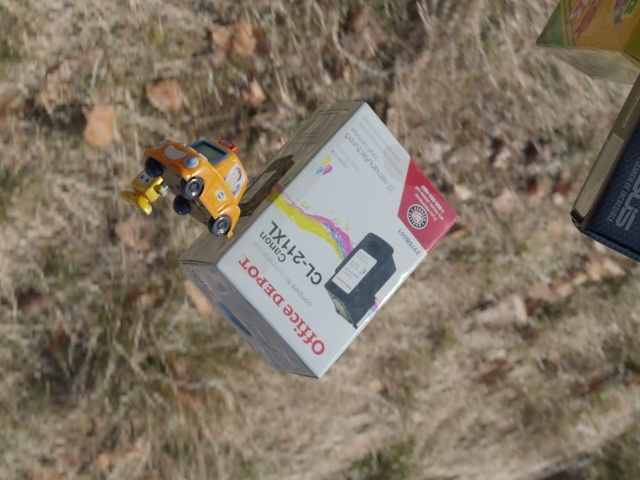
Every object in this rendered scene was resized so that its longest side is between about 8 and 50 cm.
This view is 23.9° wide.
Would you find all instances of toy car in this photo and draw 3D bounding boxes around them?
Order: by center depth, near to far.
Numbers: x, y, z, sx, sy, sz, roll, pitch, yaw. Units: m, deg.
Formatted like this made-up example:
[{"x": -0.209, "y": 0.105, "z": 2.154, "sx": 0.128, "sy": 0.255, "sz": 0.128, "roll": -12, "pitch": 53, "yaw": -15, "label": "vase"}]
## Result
[{"x": -0.076, "y": -0.039, "z": 0.767, "sx": 0.040, "sy": 0.122, "sz": 0.060, "roll": -48, "pitch": 121, "yaw": -13, "label": "toy car"}]

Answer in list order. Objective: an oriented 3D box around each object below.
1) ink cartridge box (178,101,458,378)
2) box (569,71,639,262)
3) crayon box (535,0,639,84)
[{"x": 0.000, "y": 0.000, "z": 1.146, "sx": 0.175, "sy": 0.072, "sz": 0.127, "roll": -49, "pitch": 112, "yaw": -19, "label": "ink cartridge box"}, {"x": 0.263, "y": -0.071, "z": 0.777, "sx": 0.183, "sy": 0.059, "sz": 0.233, "roll": 26, "pitch": 101, "yaw": -4, "label": "box"}, {"x": 0.317, "y": -0.243, "z": 1.366, "sx": 0.081, "sy": 0.318, "sz": 0.202, "roll": 29, "pitch": 93, "yaw": -12, "label": "crayon box"}]
